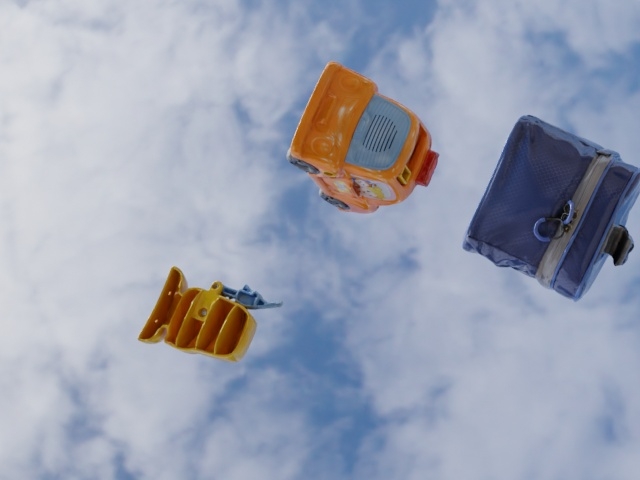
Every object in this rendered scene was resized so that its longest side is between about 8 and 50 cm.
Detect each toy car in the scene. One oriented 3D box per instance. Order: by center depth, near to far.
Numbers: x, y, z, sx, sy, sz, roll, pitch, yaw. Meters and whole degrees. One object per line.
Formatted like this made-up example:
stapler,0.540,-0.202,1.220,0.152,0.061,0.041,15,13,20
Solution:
toy car,0.000,0.000,0.340,0.122,0.041,0.060,-59,-28,-27

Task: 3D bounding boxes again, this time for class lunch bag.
lunch bag,0.108,-0.012,0.490,0.065,0.098,0.067,26,-81,14
